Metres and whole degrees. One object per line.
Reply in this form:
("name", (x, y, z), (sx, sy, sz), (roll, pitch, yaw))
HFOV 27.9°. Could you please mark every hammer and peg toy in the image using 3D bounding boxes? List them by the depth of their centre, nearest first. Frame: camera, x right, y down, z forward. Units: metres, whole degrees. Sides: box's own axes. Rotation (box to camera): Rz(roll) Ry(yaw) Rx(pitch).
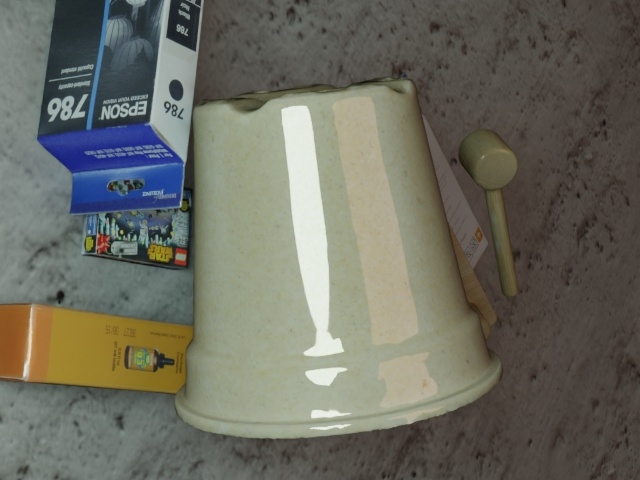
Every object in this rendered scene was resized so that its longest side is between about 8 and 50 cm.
("hammer and peg toy", (0.106, 0.043, 1.543), (0.361, 0.127, 0.266), (-30, 118, 0))

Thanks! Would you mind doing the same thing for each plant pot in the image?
("plant pot", (0.000, 0.000, 1.281), (0.334, 0.334, 0.305), (-18, 104, -50))

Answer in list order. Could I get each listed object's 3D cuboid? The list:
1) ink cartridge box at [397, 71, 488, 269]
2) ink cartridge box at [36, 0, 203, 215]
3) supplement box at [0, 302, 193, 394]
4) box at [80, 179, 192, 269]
("ink cartridge box", (0.090, -0.014, 1.725), (0.303, 0.072, 0.307), (-54, 124, -37))
("ink cartridge box", (-0.201, -0.195, 1.310), (0.065, 0.165, 0.332), (18, 72, -53))
("supplement box", (-0.229, 0.114, 1.320), (0.233, 0.080, 0.078), (14, 77, -47))
("box", (-0.198, -0.022, 1.406), (0.137, 0.027, 0.094), (11, 79, -50))
